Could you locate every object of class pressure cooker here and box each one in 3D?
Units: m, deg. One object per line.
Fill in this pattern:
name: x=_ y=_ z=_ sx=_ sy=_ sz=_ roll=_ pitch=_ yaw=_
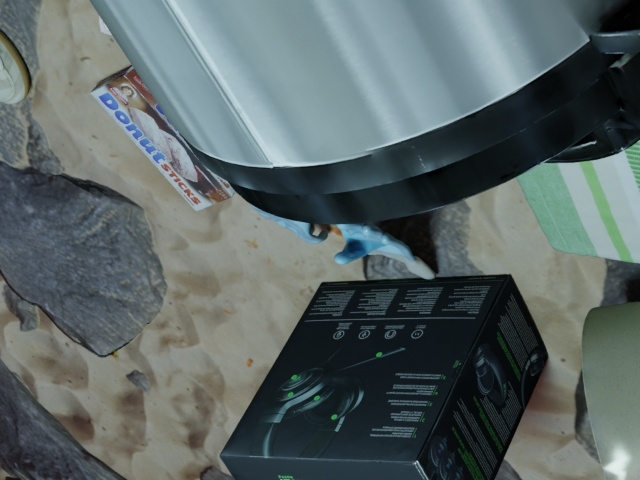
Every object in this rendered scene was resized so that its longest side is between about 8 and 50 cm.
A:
pressure cooker: x=0.024 y=-0.215 z=0.914 sx=0.375 sy=0.370 sz=0.420 roll=-23 pitch=124 yaw=13

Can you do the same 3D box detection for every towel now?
towel: x=0.330 y=-0.042 z=1.354 sx=0.324 sy=0.038 sz=0.248 roll=7 pitch=153 yaw=28

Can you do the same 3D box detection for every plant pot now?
plant pot: x=0.413 y=0.151 z=1.415 sx=0.274 sy=0.256 sz=0.256 roll=-17 pitch=122 yaw=24

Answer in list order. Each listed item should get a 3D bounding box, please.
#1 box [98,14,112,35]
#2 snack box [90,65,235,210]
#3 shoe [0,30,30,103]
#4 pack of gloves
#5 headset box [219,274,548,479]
box: x=-0.098 y=-0.308 z=1.311 sx=0.154 sy=0.142 sz=0.300 roll=19 pitch=140 yaw=14
snack box: x=-0.166 y=-0.108 z=1.661 sx=0.064 sy=0.022 sz=0.178 roll=-18 pitch=121 yaw=45
shoe: x=-0.398 y=-0.224 z=1.658 sx=0.076 sy=0.058 sz=0.219 roll=-15 pitch=122 yaw=42
pack of gloves: x=0.000 y=0.000 z=1.556 sx=0.195 sy=0.046 sz=0.232 roll=19 pitch=174 yaw=18
headset box: x=0.067 y=0.179 z=1.609 sx=0.246 sy=0.283 sz=0.131 roll=-4 pitch=129 yaw=35
